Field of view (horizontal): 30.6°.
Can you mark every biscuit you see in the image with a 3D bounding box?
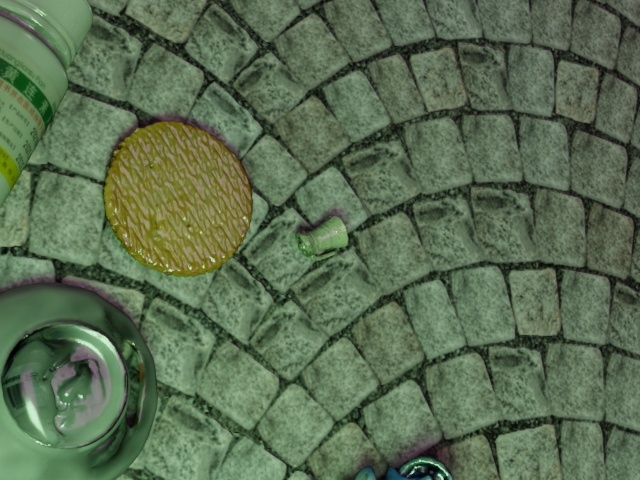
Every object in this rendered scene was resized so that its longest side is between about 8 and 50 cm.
[{"bbox_3d":[-0.222,-0.065,1.843,0.254,0.035,0.254,7,74,-24],"label":"biscuit"}]

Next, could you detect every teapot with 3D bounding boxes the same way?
[{"bbox_3d":[0.000,0.000,1.933,0.083,0.057,0.067,-19,116,-23],"label":"teapot"}]

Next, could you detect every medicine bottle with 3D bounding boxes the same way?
[{"bbox_3d":[-0.473,-0.224,1.656,0.208,0.208,0.340,31,67,-17],"label":"medicine bottle"}]

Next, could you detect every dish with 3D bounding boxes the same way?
[{"bbox_3d":[-0.368,0.209,1.654,0.324,0.124,0.324,6,76,-25],"label":"dish"}]

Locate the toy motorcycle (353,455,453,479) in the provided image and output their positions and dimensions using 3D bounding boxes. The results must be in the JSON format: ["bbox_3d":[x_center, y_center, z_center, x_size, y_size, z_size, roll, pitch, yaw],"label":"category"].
[{"bbox_3d":[0.084,0.485,1.782,0.241,0.182,0.319,9,76,-25],"label":"toy motorcycle"}]
